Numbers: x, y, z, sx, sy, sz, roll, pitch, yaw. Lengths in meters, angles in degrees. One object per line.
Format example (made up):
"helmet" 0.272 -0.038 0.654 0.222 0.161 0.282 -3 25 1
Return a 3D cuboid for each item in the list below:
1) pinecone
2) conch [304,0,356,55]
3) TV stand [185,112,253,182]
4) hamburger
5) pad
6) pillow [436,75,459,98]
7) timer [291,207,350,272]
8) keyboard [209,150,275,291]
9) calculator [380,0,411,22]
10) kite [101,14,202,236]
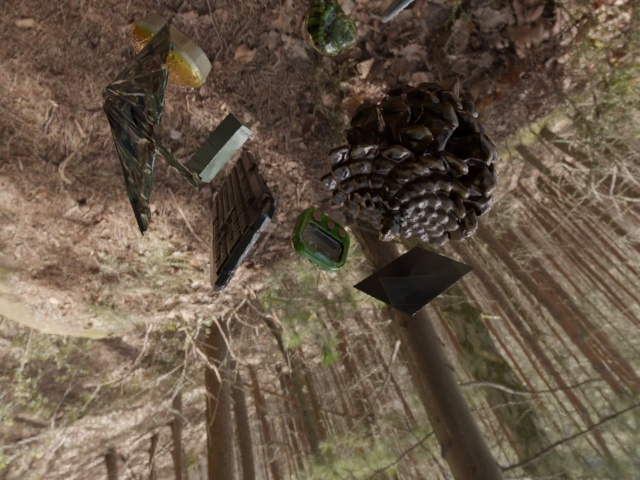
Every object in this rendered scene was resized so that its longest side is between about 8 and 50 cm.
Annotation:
"pinecone" 0.110 -0.091 0.503 0.185 0.212 0.168 42 122 -15
"conch" 0.036 -0.710 1.445 0.181 0.124 0.187 9 142 16
"TV stand" -0.385 -0.348 1.639 0.269 0.083 0.088 -46 164 11
"hamburger" -0.546 -0.681 1.579 0.295 0.227 0.151 40 80 -7
"pad" 0.210 0.081 0.965 0.243 0.163 0.004 -26 125 -37
"pillow" 0.252 -0.259 1.069 0.084 0.223 0.236 -9 97 -36
"timer" 0.000 0.000 0.965 0.140 0.128 0.047 33 138 -19
"keyboard" -0.097 -0.038 0.484 0.016 0.262 0.106 31 101 -23
"calculator" 0.343 -0.923 1.596 0.299 0.185 0.041 -35 113 28
"kite" -0.306 -0.186 0.751 0.014 0.368 0.406 -15 135 -46
